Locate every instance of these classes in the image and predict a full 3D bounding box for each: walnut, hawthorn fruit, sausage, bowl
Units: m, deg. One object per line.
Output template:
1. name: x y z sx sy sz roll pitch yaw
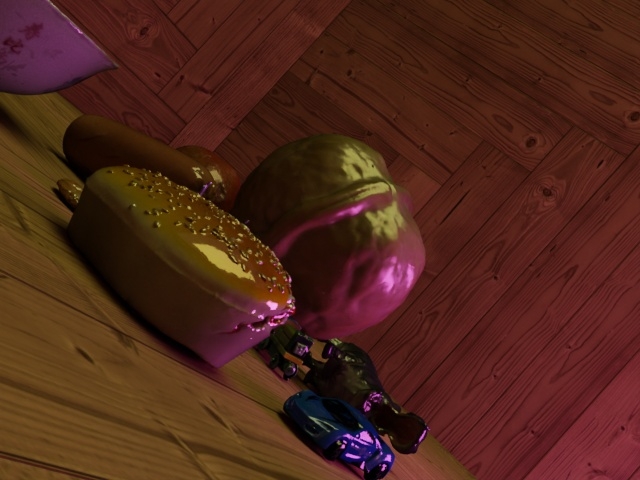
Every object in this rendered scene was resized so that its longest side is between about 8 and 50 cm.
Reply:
1. walnut: 0.000 0.000 1.634 0.381 0.381 0.381 42 -1 1
2. hawthorn fruit: -0.269 -0.087 1.981 0.210 0.210 0.262 43 5 -28
3. sausage: -0.324 -0.131 1.661 0.304 0.121 0.121 25 -8 21
4. bowl: -0.555 -0.363 1.493 0.435 0.196 0.435 43 -1 1

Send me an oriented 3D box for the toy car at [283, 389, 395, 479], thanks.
1. toy car: 0.028 0.246 1.192 0.103 0.063 0.216 42 -2 38

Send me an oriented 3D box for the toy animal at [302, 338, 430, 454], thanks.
1. toy animal: 0.060 0.264 1.632 0.168 0.106 0.343 34 3 -22

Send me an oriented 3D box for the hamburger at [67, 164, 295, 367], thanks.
1. hamburger: -0.163 0.015 1.067 0.295 0.151 0.227 43 2 36

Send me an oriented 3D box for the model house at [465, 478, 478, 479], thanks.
1. model house: 0.253 0.354 1.017 0.193 0.174 0.234 24 16 -46

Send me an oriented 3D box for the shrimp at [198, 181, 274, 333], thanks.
1. shrimp: -0.177 0.009 1.436 0.372 0.137 0.172 30 -25 36

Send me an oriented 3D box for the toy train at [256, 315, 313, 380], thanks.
1. toy train: -0.056 0.170 1.473 0.050 0.081 0.122 36 1 -27

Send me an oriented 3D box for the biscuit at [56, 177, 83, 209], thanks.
1. biscuit: -0.279 -0.005 1.321 0.247 0.029 0.118 43 -1 -23
